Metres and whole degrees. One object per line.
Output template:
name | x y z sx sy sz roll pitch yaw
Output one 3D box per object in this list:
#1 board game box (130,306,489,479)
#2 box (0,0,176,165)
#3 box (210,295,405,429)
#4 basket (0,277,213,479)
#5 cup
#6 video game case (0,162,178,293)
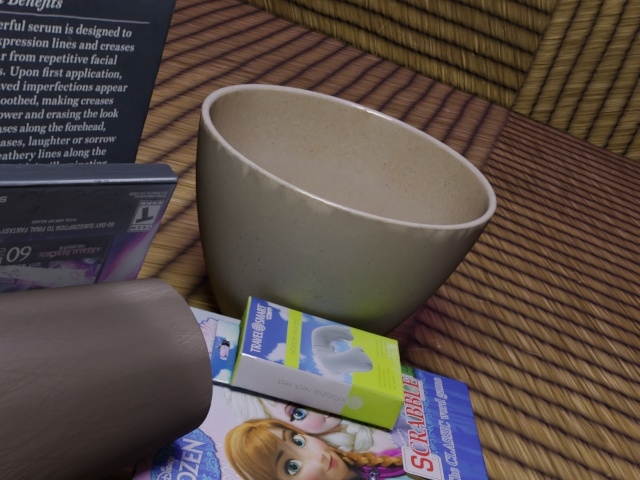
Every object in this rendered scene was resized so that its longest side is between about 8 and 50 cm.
board game box | -0.003 0.202 0.824 0.317 0.066 0.319 16 25 -8
box | -0.331 -0.096 0.801 0.212 0.396 0.293 -9 37 -46
box | -0.012 0.112 0.871 0.178 0.042 0.109 17 24 -8
basket | -0.205 0.112 0.659 0.226 0.204 0.154 -16 37 -39
cup | 0.000 0.000 1.032 0.331 0.237 0.331 15 26 -8
video game case | -0.240 0.054 0.708 0.196 0.274 0.026 -5 45 -42
